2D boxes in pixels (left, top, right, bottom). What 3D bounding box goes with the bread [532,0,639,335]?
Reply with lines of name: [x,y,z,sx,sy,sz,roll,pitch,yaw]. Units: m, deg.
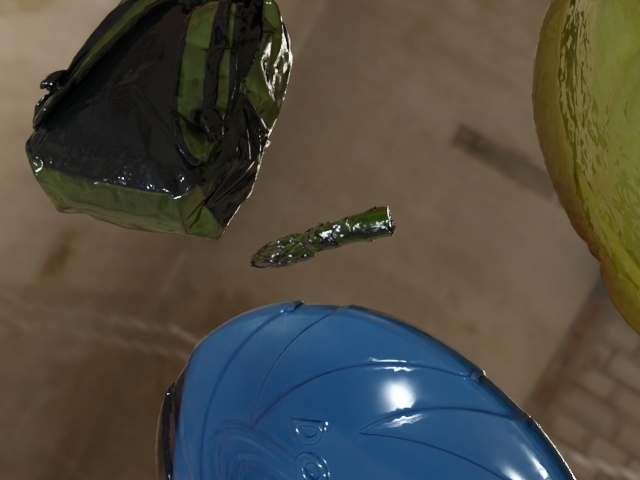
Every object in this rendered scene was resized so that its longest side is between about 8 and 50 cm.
bread: [0.217,-0.064,0.734,0.270,0.270,0.148,31,159,11]

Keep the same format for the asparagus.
asparagus: [0.000,0.000,2.040,0.036,0.165,0.030,55,-153,-34]

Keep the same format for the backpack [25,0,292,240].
backpack: [-0.133,-0.128,1.727,0.207,0.253,0.140,11,154,25]

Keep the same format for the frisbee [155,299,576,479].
frisbee: [0.016,0.142,0.873,0.242,0.242,0.045,33,-143,21]
